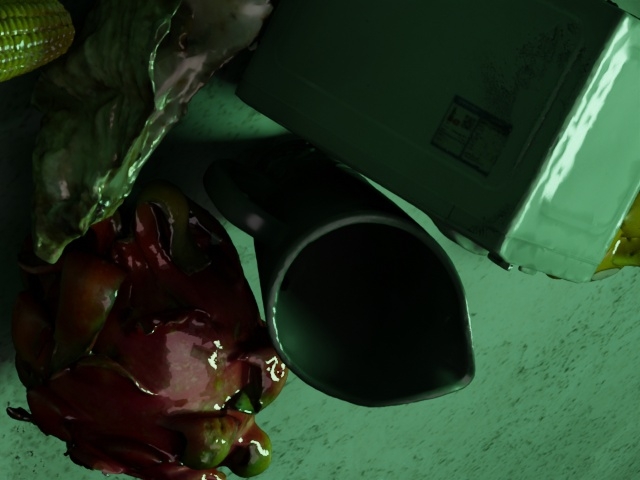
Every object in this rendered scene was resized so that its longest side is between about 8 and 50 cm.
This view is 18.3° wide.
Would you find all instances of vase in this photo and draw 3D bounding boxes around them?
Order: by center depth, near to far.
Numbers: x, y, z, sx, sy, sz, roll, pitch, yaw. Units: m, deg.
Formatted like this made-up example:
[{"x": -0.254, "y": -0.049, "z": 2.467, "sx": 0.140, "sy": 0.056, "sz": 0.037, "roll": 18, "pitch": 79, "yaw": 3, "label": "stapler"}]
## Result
[{"x": 0.000, "y": 0.000, "z": 1.686, "sx": 0.251, "sy": 0.301, "sz": 0.156, "roll": 34, "pitch": 101, "yaw": -21, "label": "vase"}]

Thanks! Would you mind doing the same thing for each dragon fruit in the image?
[{"x": -0.152, "y": 0.077, "z": 1.671, "sx": 0.307, "sy": 0.227, "sz": 0.243, "roll": 37, "pitch": 68, "yaw": -54, "label": "dragon fruit"}]

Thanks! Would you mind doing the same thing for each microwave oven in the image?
[{"x": 0.123, "y": -0.129, "z": 1.602, "sx": 0.181, "sy": 0.295, "sz": 0.237, "roll": 17, "pitch": 103, "yaw": -55, "label": "microwave oven"}]

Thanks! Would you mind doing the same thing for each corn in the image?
[{"x": -0.273, "y": -0.133, "z": 1.425, "sx": 0.203, "sy": 0.072, "sz": 0.072, "roll": -20, "pitch": 144, "yaw": -31, "label": "corn"}]

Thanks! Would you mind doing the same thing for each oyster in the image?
[{"x": -0.134, "y": -0.145, "z": 1.519, "sx": 0.341, "sy": 0.110, "sz": 0.166, "roll": -55, "pitch": 169, "yaw": 12, "label": "oyster"}]

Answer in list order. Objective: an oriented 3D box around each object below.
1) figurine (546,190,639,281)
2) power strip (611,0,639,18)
[{"x": 0.326, "y": -0.052, "z": 2.089, "sx": 0.215, "sy": 0.215, "sz": 0.228, "roll": -19, "pitch": 131, "yaw": -31, "label": "figurine"}, {"x": 0.326, "y": -0.209, "z": 1.954, "sx": 0.253, "sy": 0.060, "sz": 0.027, "roll": 38, "pitch": 58, "yaw": -49, "label": "power strip"}]
